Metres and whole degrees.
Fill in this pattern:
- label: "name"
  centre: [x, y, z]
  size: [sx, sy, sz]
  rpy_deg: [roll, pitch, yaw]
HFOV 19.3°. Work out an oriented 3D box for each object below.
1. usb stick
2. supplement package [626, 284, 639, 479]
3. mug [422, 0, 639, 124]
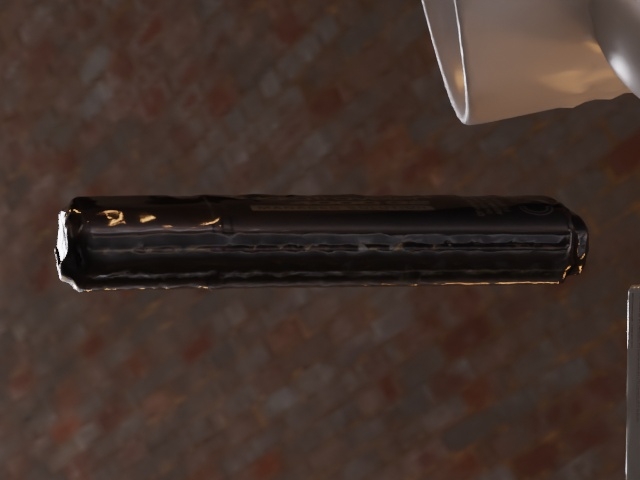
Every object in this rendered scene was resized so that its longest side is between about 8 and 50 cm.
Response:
- label: "usb stick"
  centre: [0.000, 0.000, 0.985]
  size: [0.077, 0.278, 0.045]
  rpy_deg: [-133, -137, -72]
- label: "supplement package"
  centre: [0.350, 0.103, 1.296]
  size: [0.203, 0.194, 0.149]
  rpy_deg: [-3, -95, 48]
- label: "mug"
  centre: [0.210, -0.192, 0.927]
  size: [0.276, 0.328, 0.374]
  rpy_deg: [76, 2, -46]
